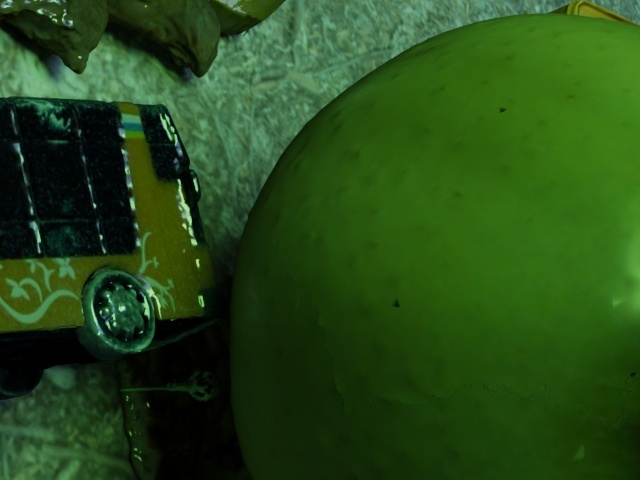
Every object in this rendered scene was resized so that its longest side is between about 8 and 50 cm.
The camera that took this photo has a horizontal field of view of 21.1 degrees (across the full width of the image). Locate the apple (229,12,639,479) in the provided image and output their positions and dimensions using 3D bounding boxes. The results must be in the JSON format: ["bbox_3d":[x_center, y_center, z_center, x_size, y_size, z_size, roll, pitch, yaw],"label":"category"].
[{"bbox_3d":[0.169,0.060,1.193,0.474,0.474,0.473,23,59,-43],"label":"apple"}]

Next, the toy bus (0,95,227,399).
[{"bbox_3d":[-0.233,0.005,1.139,0.323,0.162,0.194,-3,76,-49],"label":"toy bus"}]

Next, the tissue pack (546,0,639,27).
[{"bbox_3d":[0.166,-0.073,1.551,0.145,0.275,0.194,13,65,-45],"label":"tissue pack"}]

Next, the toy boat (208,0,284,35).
[{"bbox_3d":[-0.049,-0.261,1.544,0.088,0.068,0.226,53,45,-14],"label":"toy boat"}]

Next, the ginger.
[{"bbox_3d":[-0.174,-0.190,1.347,0.290,0.084,0.122,4,65,-49],"label":"ginger"}]

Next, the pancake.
[{"bbox_3d":[-0.060,0.149,1.362,0.212,0.056,0.257,-2,77,-47],"label":"pancake"}]

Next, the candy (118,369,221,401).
[{"bbox_3d":[-0.114,0.109,1.293,0.083,0.023,0.025,2,73,-28],"label":"candy"}]
